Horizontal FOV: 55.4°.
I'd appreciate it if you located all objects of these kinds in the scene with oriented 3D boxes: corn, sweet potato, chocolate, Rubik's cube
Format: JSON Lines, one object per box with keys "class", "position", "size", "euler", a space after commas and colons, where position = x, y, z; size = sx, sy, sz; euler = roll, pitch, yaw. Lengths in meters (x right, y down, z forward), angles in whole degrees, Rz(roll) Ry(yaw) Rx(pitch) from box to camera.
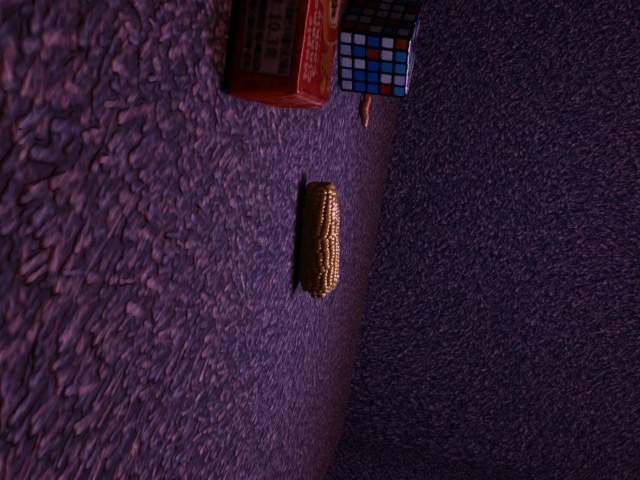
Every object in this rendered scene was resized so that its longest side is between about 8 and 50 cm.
{"class": "corn", "position": [0.000, 0.000, 1.468], "size": [0.106, 0.106, 0.306], "euler": [-63, 160, -57]}
{"class": "sweet potato", "position": [0.151, -0.457, 2.008], "size": [0.044, 0.044, 0.179], "euler": [-21, 115, -78]}
{"class": "chocolate", "position": [-0.044, -0.318, 0.907], "size": [0.235, 0.107, 0.238], "euler": [-28, 129, -75]}
{"class": "Rubik's cube", "position": [0.152, -0.502, 1.570], "size": [0.182, 0.184, 0.187], "euler": [87, 15, -50]}
